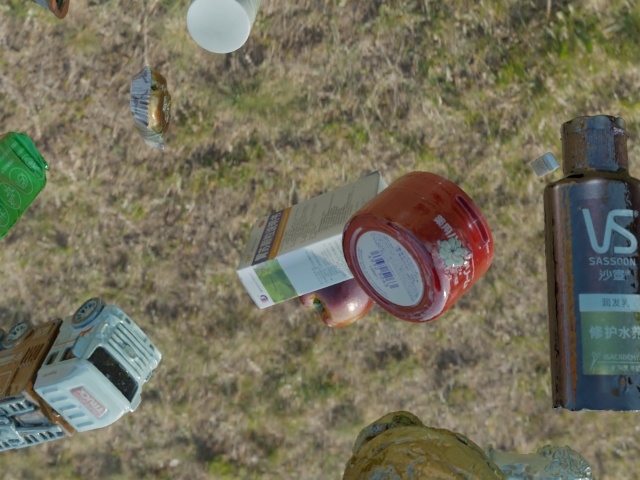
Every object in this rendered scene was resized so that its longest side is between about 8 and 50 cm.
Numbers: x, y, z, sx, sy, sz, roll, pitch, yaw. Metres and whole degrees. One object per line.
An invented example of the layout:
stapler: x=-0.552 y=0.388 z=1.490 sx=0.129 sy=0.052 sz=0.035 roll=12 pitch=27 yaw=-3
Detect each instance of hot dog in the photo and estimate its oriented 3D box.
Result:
hot dog: x=-0.339 y=-0.262 z=1.829 sx=0.069 sy=0.131 sz=0.253 roll=2 pitch=167 yaw=-4

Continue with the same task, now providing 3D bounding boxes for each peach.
peach: x=0.058 y=0.095 z=2.276 sx=0.199 sy=0.243 sz=0.243 roll=8 pitch=144 yaw=50

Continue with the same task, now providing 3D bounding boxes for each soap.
soap: x=-0.450 y=-0.023 z=1.131 sx=0.218 sy=0.273 sz=0.098 roll=-26 pitch=115 yaw=19

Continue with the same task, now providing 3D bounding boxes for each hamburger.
hamburger: x=0.137 y=0.382 z=1.208 sx=0.285 sy=0.134 sz=0.265 roll=18 pitch=118 yaw=31

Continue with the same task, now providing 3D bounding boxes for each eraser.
eraser: x=0.456 y=-0.154 z=1.845 sx=0.019 sy=0.083 sz=0.038 roll=-29 pitch=86 yaw=-9

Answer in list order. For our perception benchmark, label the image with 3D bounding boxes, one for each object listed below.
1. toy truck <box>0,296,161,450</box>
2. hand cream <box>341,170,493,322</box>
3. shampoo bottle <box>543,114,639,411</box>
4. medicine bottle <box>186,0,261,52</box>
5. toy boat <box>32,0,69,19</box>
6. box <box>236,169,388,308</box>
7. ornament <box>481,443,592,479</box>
toy truck: x=-0.384 y=0.201 z=1.273 sx=0.305 sy=0.162 sz=0.136 roll=-18 pitch=124 yaw=29
hand cream: x=0.156 y=0.013 z=1.495 sx=0.230 sy=0.149 sz=0.230 roll=35 pitch=145 yaw=29
shampoo bottle: x=0.311 y=0.026 z=1.003 sx=0.129 sy=0.323 sz=0.084 roll=3 pitch=170 yaw=-7
medicine bottle: x=-0.122 y=-0.335 z=1.231 sx=0.086 sy=0.183 sz=0.086 roll=4 pitch=129 yaw=5
toy boat: x=-0.500 y=-0.510 z=1.707 sx=0.079 sy=0.136 sz=0.392 roll=21 pitch=166 yaw=-17
box: x=0.000 y=0.000 z=1.804 sx=0.299 sy=0.200 sz=0.106 roll=-21 pitch=116 yaw=21
ornament: x=0.377 y=0.446 z=1.738 sx=0.285 sy=0.130 sz=0.120 roll=7 pitch=163 yaw=2
